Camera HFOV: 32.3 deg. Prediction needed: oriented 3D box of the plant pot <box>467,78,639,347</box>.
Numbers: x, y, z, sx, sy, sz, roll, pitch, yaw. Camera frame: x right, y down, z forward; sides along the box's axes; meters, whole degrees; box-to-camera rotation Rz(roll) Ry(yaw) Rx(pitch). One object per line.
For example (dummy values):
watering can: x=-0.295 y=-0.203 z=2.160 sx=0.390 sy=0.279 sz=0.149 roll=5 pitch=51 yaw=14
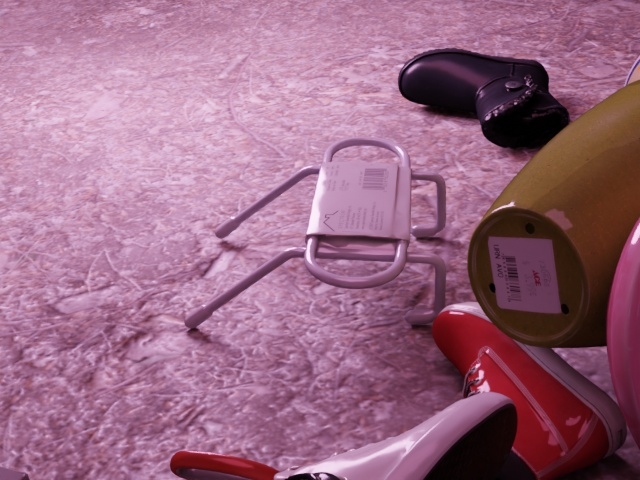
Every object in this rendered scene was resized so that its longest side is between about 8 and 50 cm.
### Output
plant pot: x=0.289 y=-0.004 z=1.105 sx=0.275 sy=0.274 sz=0.294 roll=24 pitch=33 yaw=39

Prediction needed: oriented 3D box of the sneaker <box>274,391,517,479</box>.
sneaker: x=0.037 y=0.193 z=0.889 sx=0.290 sy=0.105 sz=0.123 roll=-30 pitch=41 yaw=-33

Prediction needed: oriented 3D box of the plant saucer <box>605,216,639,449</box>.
plant saucer: x=0.375 y=0.074 z=0.980 sx=0.332 sy=0.332 sz=0.084 roll=-21 pitch=11 yaw=-25

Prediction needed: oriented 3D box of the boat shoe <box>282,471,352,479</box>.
boat shoe: x=-0.117 y=0.265 z=0.742 sx=0.340 sy=0.113 sz=0.127 roll=-44 pitch=22 yaw=11

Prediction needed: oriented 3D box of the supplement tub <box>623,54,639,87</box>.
supplement tub: x=0.486 y=-0.117 z=1.349 sx=0.228 sy=0.228 sz=0.316 roll=2 pitch=31 yaw=13

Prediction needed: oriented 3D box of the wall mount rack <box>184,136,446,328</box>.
wall mount rack: x=0.000 y=0.000 z=1.342 sx=0.304 sy=0.130 sz=0.350 roll=2 pitch=31 yaw=6

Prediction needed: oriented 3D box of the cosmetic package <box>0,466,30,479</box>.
cosmetic package: x=-0.348 y=0.291 z=0.920 sx=0.127 sy=0.107 sz=0.238 roll=6 pitch=35 yaw=24

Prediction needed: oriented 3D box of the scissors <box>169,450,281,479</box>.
scissors: x=0.012 y=0.230 z=0.973 sx=0.297 sy=0.109 sz=0.021 roll=7 pitch=58 yaw=17

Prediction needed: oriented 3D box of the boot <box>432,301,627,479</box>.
boot: x=0.149 y=0.158 z=1.085 sx=0.176 sy=0.088 sz=0.244 roll=-23 pitch=38 yaw=-25

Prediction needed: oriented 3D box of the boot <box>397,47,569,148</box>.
boot: x=0.243 y=-0.216 z=1.684 sx=0.247 sy=0.094 sz=0.207 roll=3 pitch=27 yaw=1
